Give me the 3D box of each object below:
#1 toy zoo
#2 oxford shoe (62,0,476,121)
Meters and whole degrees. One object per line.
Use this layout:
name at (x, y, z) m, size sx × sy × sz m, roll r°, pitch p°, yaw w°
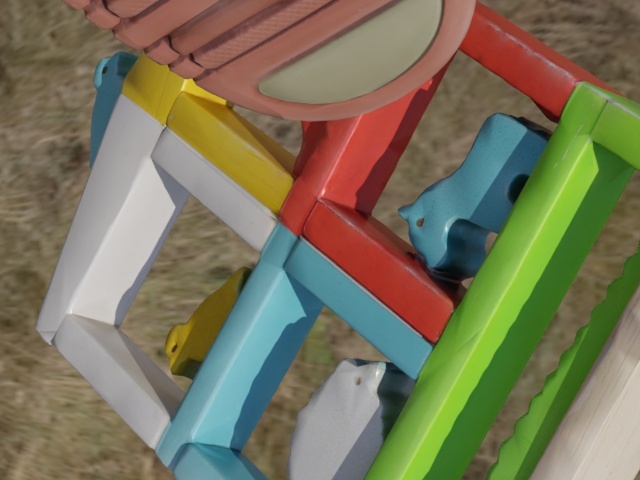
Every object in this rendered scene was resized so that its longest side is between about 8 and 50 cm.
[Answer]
toy zoo at (0.000, 0.000, 0.657) m, size 0.030 × 0.293 × 0.192 m, roll 16°, pitch 107°, yaw -44°
oxford shoe at (-0.079, -0.210, 0.527) m, size 0.397 × 0.140 × 0.146 m, roll 54°, pitch 27°, yaw -22°
